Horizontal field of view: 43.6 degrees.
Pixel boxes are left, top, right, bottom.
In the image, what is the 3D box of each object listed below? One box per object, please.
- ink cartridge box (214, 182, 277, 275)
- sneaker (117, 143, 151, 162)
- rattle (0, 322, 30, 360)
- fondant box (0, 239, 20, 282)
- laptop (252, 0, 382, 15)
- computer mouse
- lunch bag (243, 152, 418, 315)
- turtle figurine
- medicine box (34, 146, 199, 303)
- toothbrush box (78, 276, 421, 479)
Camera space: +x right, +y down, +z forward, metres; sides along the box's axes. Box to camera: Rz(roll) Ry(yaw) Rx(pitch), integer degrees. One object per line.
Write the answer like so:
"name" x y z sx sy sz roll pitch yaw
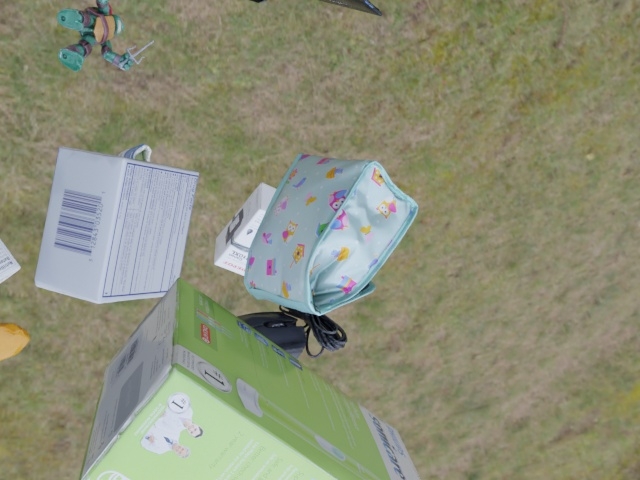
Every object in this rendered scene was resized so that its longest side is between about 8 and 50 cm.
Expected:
"ink cartridge box" -0.135 -0.010 1.991 0.172 0.100 0.237 23 133 -24
"sneaker" -0.428 -0.133 1.822 0.081 0.211 0.080 -26 145 32
"rattle" -0.469 0.094 1.009 0.142 0.199 0.130 -31 111 -19
"fondant box" -0.711 -0.033 1.440 0.238 0.096 0.330 -24 101 48
"laptop" -0.054 -0.493 1.633 0.264 0.234 0.137 26 95 -42
"computer mouse" -0.111 0.158 1.321 0.272 0.188 0.072 -25 129 -21
"lunch bag" 0.000 0.000 1.324 0.160 0.262 0.223 40 164 -33
"turtle figurine" -0.433 -0.422 1.597 0.118 0.234 0.175 -2 113 23
"medicine box" -0.383 -0.028 1.548 0.149 0.264 0.289 12 -177 18
"toothbrush box" -0.046 0.184 0.689 0.283 0.206 0.122 36 98 -18
